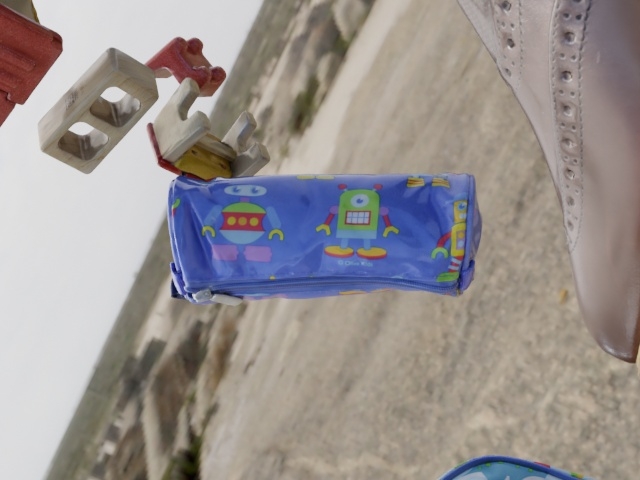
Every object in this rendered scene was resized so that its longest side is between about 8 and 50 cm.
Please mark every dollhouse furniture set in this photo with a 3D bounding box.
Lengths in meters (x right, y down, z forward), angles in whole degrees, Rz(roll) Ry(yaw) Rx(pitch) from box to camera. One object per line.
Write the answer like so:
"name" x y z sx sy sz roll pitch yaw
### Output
"dollhouse furniture set" -0.251 -0.168 1.085 0.152 0.374 0.201 -41 46 23

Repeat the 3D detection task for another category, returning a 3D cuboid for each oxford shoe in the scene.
"oxford shoe" 0.091 -0.113 0.375 0.130 0.132 0.364 -40 -52 -46

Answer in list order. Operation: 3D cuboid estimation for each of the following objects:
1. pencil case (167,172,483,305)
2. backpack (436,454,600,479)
"pencil case" 0.000 0.000 1.023 0.119 0.306 0.133 82 -171 -58
"backpack" 0.113 0.314 0.685 0.355 0.290 0.273 -45 -35 -57
